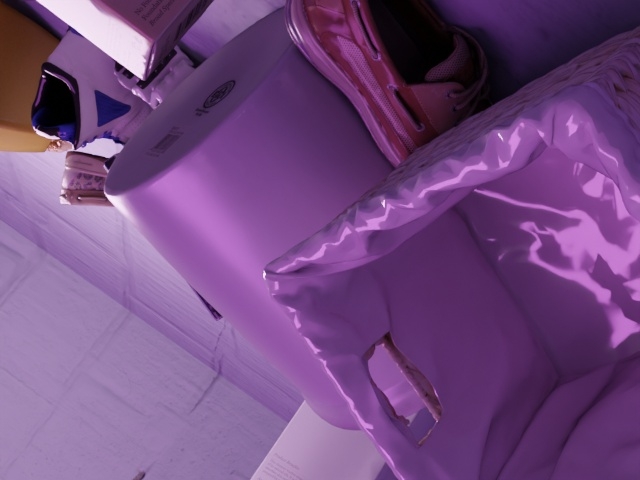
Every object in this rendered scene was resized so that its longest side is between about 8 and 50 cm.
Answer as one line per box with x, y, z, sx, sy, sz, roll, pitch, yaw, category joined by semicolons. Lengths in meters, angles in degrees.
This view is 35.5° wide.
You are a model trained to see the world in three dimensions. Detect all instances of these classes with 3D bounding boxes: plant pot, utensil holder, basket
-0.512;-0.253;1.636;0.187;0.212;0.212;18;166;-19;plant pot
-0.004;-0.029;1.149;0.385;0.328;0.327;48;157;-22;utensil holder
0.202;0.041;0.820;0.331;0.266;0.328;-29;100;41;basket

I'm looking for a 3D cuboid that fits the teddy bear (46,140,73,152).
-0.580;-0.274;1.872;0.338;0.113;0.245;31;168;-9;teddy bear

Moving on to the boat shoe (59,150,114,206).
-0.267;-0.063;1.516;0.285;0.089;0.104;17;-176;23;boat shoe

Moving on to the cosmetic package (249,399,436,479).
0.054;0.397;1.918;0.217;0.385;0.156;29;158;25;cosmetic package

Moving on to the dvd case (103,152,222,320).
-0.164;-0.020;1.293;0.239;0.029;0.179;55;-160;0;dvd case

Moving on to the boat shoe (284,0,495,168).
0.106;-0.149;0.983;0.324;0.123;0.116;40;151;-23;boat shoe

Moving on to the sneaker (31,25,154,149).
-0.340;-0.196;1.509;0.127;0.182;0.315;26;158;28;sneaker

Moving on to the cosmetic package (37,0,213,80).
-0.265;-0.340;1.094;0.309;0.160;0.113;36;159;-5;cosmetic package

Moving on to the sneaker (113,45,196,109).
-0.159;-0.168;1.368;0.292;0.110;0.118;47;177;26;sneaker
